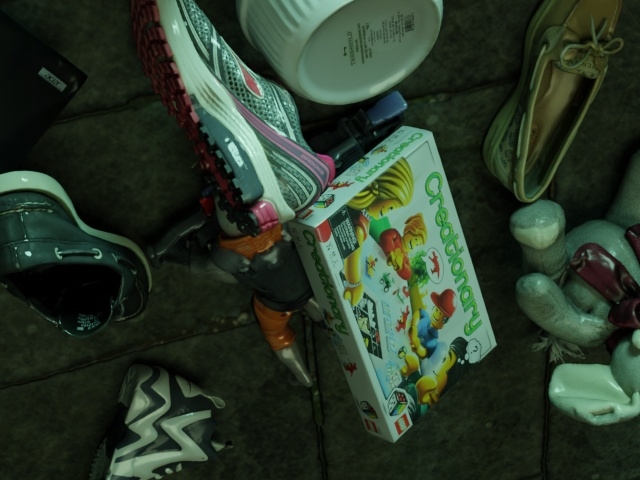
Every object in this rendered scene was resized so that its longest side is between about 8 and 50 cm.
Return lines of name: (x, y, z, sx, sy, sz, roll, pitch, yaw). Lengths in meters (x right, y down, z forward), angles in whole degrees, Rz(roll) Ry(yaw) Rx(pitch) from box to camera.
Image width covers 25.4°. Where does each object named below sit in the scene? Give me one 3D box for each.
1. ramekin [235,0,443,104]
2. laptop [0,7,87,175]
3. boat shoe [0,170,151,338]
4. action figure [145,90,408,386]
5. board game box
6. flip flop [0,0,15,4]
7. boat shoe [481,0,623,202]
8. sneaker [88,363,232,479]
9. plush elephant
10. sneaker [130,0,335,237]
ramekin: (0.026, -0.233, 1.448, 0.207, 0.109, 0.207, -20, 148, -13)
laptop: (-0.414, -0.142, 1.391, 0.264, 0.136, 0.234, -13, 141, 41)
boat shoe: (-0.258, 0.044, 1.489, 0.127, 0.113, 0.340, -16, 156, 3)
action figure: (0.000, 0.000, 1.603, 0.341, 0.178, 0.330, -37, 137, 7)
board game box: (0.087, 0.051, 1.595, 0.193, 0.053, 0.305, -40, 126, -29)
flip flop: (-0.338, -0.259, 1.355, 0.277, 0.080, 0.112, -36, 129, 24)
boat shoe: (0.281, -0.180, 1.638, 0.104, 0.089, 0.285, 6, 120, -25)
sneaker: (-0.191, 0.268, 1.753, 0.153, 0.094, 0.235, 14, 107, -19)
plush elephant: (0.385, 0.091, 1.739, 0.272, 0.255, 0.330, -20, 135, -29)
sneaker: (-0.098, -0.154, 1.438, 0.112, 0.121, 0.299, -29, 92, -19)
